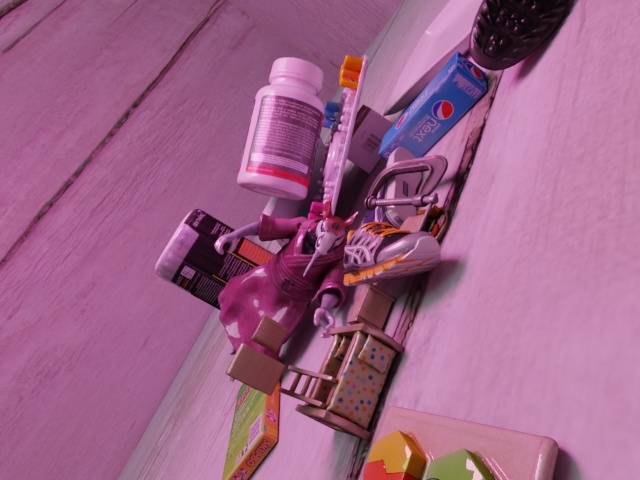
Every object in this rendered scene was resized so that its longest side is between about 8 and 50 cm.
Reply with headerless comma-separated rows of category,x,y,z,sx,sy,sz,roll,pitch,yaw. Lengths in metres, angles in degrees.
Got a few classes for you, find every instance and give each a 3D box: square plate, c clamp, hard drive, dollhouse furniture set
square plate,0.303,-0.483,1.082,0.347,0.049,0.344,-63,13,-24
c clamp,0.116,-0.071,0.665,0.137,0.022,0.161,-56,28,-12
hard drive,-0.052,-0.130,1.334,0.307,0.040,0.203,-63,-31,-24
dollhouse furniture set,0.006,0.105,0.538,0.181,0.161,0.101,-64,14,-23

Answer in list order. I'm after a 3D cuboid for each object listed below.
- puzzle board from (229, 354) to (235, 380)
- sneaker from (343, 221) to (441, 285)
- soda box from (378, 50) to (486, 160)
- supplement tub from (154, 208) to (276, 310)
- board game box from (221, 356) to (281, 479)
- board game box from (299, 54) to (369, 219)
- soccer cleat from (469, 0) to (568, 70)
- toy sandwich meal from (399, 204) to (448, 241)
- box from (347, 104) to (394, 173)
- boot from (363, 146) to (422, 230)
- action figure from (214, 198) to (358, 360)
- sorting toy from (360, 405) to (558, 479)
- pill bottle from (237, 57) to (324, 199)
puzzle board,-0.215,0.314,1.246,0.096,0.011,0.128,-59,12,0
sneaker,0.079,0.012,0.606,0.215,0.084,0.083,154,113,-67
soda box,0.195,-0.222,0.822,0.210,0.067,0.071,-46,17,43
supplement tub,-0.227,0.076,1.155,0.193,0.316,0.193,-54,12,17
board game box,-0.119,0.306,0.832,0.124,0.039,0.259,-54,15,12
board game box,0.015,-0.197,1.122,0.390,0.051,0.389,-173,96,-83
soccer cleat,0.314,-0.372,0.695,0.318,0.109,0.116,-62,-8,-8
toy sandwich meal,0.138,-0.016,0.629,0.085,0.029,0.085,-54,13,18
box,0.116,-0.259,1.167,0.130,0.091,0.170,-55,13,15
boot,0.114,-0.077,0.773,0.086,0.069,0.189,-39,22,41
action figure,-0.035,0.071,0.837,0.370,0.248,0.276,-48,-18,31
sorting toy,0.062,0.219,0.332,0.192,0.038,0.208,-63,13,-23
pill bottle,-0.088,-0.271,1.140,0.176,0.177,0.318,179,104,-75
